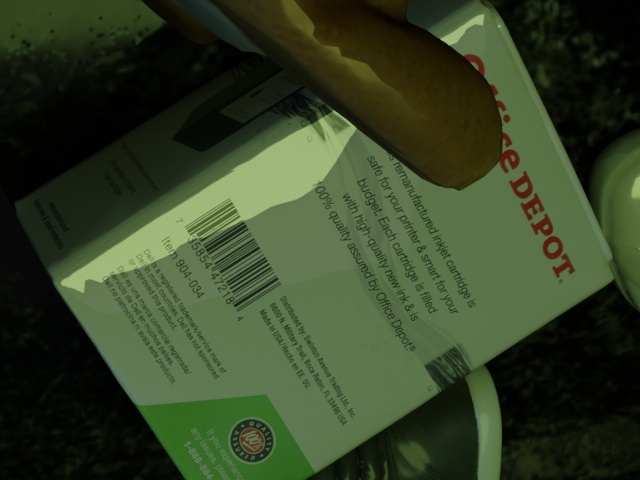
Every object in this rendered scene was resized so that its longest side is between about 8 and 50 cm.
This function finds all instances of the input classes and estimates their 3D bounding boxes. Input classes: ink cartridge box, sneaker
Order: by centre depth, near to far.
[{"bbox_3d":[0.000,0.000,1.016,0.273,0.115,0.198,-32,119,-5],"label":"ink cartridge box"},{"bbox_3d":[0.030,0.218,1.130,0.147,0.104,0.296,-5,107,-17],"label":"sneaker"},{"bbox_3d":[0.271,0.053,1.139,0.106,0.123,0.290,-36,118,-2],"label":"sneaker"}]

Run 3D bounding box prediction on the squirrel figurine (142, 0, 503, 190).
[{"bbox_3d":[0.004,-0.294,0.817,0.397,0.281,0.370,40,87,-32],"label":"squirrel figurine"}]
